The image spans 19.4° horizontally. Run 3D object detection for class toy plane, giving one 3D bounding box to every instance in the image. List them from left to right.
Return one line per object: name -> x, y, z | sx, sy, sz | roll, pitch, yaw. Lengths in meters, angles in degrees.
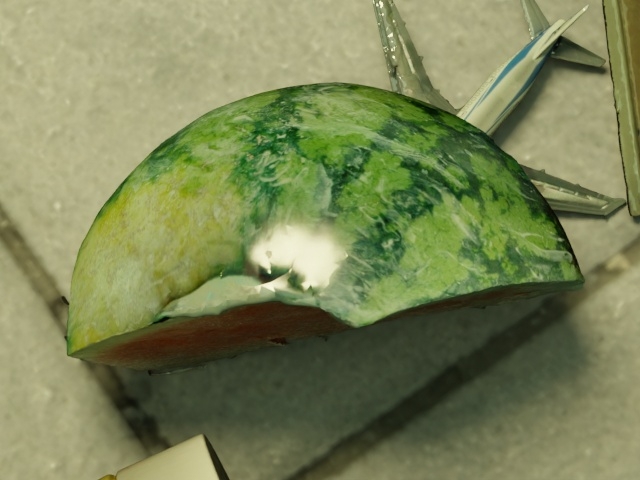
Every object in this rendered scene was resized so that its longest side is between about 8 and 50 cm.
toy plane -> 0.098, -0.071, 1.249 | 0.226, 0.058, 0.226 | 42, 87, -6

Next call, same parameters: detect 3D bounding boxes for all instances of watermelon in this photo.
watermelon -> 0.000, 0.000, 1.160 | 0.305, 0.180, 0.224 | -9, 40, 18

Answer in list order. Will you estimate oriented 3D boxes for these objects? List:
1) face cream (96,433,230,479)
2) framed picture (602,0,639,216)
face cream -> -0.106, 0.250, 1.113 | 0.179, 0.218, 0.218 | -25, 82, -4
framed picture -> 0.299, -0.195, 1.217 | 0.247, 0.022, 0.335 | -8, 91, 21
